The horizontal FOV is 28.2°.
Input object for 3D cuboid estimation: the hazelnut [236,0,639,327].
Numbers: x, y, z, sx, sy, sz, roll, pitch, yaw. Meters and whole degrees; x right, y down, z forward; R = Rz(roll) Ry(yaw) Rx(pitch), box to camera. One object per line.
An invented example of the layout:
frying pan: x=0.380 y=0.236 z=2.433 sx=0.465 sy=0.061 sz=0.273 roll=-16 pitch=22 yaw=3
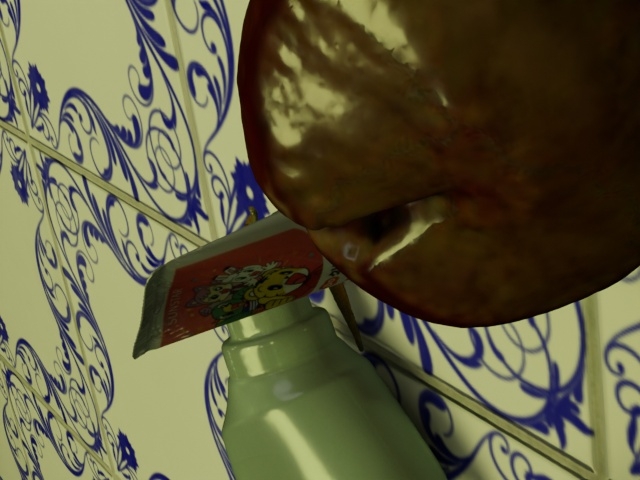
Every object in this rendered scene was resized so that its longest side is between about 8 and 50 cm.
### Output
hazelnut: x=0.068 y=-0.088 z=0.580 sx=0.217 sy=0.217 sz=0.251 roll=34 pitch=154 yaw=49

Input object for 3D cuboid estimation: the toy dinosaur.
toy dinosaur: x=-0.001 y=-0.010 z=0.942 sx=0.162 sy=0.039 sz=0.126 roll=49 pitch=146 yaw=18

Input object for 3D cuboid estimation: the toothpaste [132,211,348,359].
toothpaste: x=0.000 y=0.000 z=0.720 sx=0.057 sy=0.234 sz=0.089 roll=57 pitch=152 yaw=24

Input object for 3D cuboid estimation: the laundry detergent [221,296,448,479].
laundry detergent: x=0.027 y=0.210 z=0.948 sx=0.264 sy=0.125 sz=0.398 roll=-7 pitch=103 yaw=61
